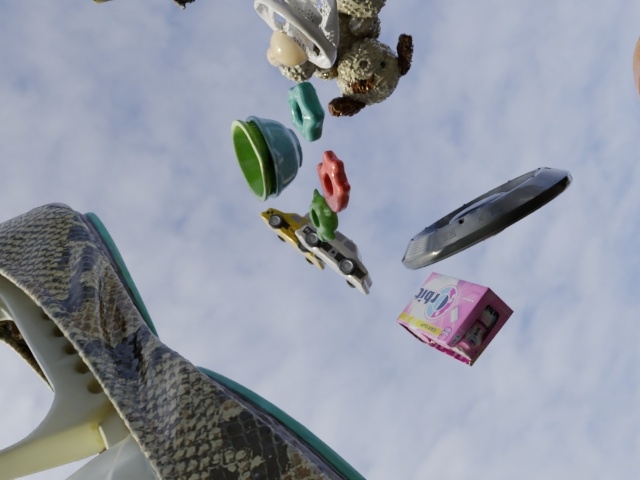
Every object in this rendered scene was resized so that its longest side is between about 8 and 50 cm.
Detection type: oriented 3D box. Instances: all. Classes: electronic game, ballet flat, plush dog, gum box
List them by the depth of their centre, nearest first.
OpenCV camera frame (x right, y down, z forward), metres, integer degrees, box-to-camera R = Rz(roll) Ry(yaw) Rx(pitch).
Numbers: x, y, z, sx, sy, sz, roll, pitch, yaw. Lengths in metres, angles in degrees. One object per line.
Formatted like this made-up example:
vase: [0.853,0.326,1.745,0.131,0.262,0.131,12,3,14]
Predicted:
ballet flat: [-0.149,0.129,0.462,0.182,0.482,0.164,-23,-47,-34]
electronic game: [0.203,-0.026,0.831,0.229,0.229,0.048,-29,-89,-19]
gum box: [0.209,0.120,1.057,0.062,0.188,0.107,41,-98,-17]
plush dog: [0.064,-0.379,1.383,0.262,0.210,0.225,-41,-85,7]

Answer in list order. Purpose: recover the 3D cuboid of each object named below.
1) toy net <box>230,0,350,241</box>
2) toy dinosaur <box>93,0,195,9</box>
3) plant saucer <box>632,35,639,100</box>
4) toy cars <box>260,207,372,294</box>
toy net: [-0.020,-0.093,0.450,0.045,0.122,0.232,-19,-30,-17]
toy dinosaur: [-0.203,-0.401,0.939,0.118,0.064,0.268,42,-63,-12]
plant saucer: [0.351,-0.118,0.565,0.037,0.200,0.200,-45,-55,-12]
toy cars: [0.000,0.000,1.472,0.087,0.393,0.176,-49,-62,-8]
